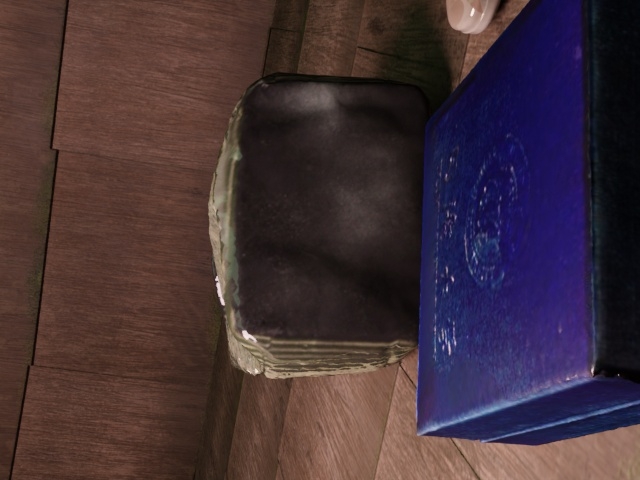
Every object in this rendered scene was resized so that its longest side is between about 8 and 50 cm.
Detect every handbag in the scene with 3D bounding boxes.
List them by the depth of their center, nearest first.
[{"bbox_3d":[0.000,0.000,1.049,0.240,0.247,0.341,100,171,-69],"label":"handbag"}]

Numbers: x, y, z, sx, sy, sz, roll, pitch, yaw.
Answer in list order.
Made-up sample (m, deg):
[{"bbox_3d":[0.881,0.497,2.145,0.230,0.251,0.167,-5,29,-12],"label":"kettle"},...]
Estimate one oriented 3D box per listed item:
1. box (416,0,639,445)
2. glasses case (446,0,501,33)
[{"bbox_3d":[0.156,-0.009,0.629,0.279,0.116,0.262,127,148,-68],"label":"box"},{"bbox_3d":[0.161,-0.304,0.907,0.081,0.051,0.204,-143,61,-77],"label":"glasses case"}]
